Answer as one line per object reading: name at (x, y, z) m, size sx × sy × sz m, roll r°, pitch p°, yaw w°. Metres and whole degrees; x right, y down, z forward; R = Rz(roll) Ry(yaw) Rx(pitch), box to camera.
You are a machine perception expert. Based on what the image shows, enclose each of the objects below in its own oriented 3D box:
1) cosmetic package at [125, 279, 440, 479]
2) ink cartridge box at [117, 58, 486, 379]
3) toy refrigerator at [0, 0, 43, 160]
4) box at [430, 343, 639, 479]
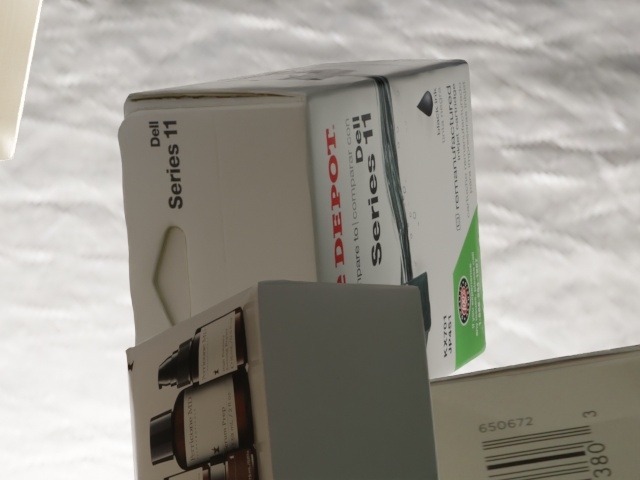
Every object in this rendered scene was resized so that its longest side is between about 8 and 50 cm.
cosmetic package at (-0.008, 0.139, 0.530) m, size 0.060 × 0.239 × 0.099 m, roll 2°, pitch 164°, yaw -27°
ink cartridge box at (0.000, 0.000, 0.817) m, size 0.208 × 0.087 × 0.153 m, roll -23°, pitch 110°, yaw -65°
toy refrigerator at (-0.227, -0.174, 1.125) m, size 0.102 × 0.094 × 0.269 m, roll -1°, pitch 138°, yaw -20°
box at (0.104, 0.195, 0.739) m, size 0.121 × 0.148 × 0.311 m, roll -9°, pitch 137°, yaw 0°
